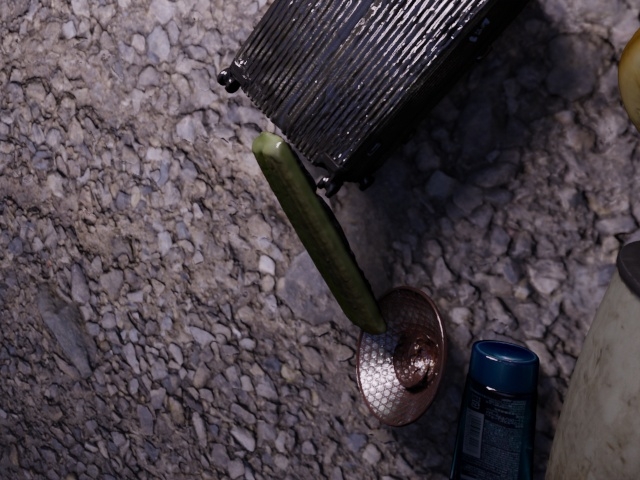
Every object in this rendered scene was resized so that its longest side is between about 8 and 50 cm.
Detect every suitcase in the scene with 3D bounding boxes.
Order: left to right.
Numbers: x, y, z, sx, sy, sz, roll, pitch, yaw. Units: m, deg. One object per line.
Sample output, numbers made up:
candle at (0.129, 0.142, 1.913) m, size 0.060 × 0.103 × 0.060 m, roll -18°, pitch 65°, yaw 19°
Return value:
suitcase at (0.063, -0.250, 0.717) m, size 0.229 × 0.152 × 0.335 m, roll 47°, pitch 115°, yaw 10°

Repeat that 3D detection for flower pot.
flower pot at (0.388, 0.201, 0.581) m, size 0.294 × 0.294 × 0.330 m, roll 24°, pitch 118°, yaw 21°

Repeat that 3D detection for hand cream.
hand cream at (0.239, 0.270, 0.789) m, size 0.120 × 0.061 × 0.270 m, roll 10°, pitch 110°, yaw 27°

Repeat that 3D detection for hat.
hat at (0.136, 0.164, 0.807) m, size 0.193 × 0.082 × 0.192 m, roll -34°, pitch 49°, yaw 52°

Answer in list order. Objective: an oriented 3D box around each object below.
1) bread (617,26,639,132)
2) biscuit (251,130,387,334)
bread at (0.399, -0.145, 0.558) m, size 0.213 × 0.213 × 0.104 m, roll 41°, pitch 79°, yaw 14°
biscuit at (0.000, 0.000, 0.768) m, size 0.099 × 0.038 × 0.322 m, roll 20°, pitch 145°, yaw 59°
